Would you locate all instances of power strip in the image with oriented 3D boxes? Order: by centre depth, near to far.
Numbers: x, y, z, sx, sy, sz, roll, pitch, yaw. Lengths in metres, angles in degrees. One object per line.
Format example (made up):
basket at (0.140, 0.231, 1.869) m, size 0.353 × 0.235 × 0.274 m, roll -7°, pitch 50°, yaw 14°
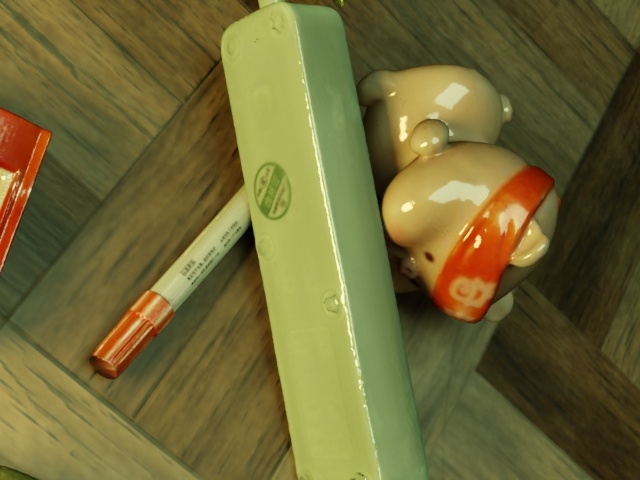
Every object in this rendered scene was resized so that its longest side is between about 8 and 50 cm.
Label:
power strip at (0.000, 0.000, 0.754) m, size 0.062 × 0.091 × 0.385 m, roll -8°, pitch 87°, yaw -41°

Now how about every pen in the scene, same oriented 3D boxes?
pen at (-0.085, 0.009, 0.759) m, size 0.028 × 0.028 × 0.239 m, roll 47°, pitch 57°, yaw -12°

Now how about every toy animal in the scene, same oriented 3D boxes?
toy animal at (0.104, -0.033, 0.813) m, size 0.171 × 0.171 × 0.198 m, roll 1°, pitch 58°, yaw -32°

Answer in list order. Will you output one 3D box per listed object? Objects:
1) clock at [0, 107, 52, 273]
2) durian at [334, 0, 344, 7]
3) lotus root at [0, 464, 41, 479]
clock at (-0.250, -0.017, 0.646) m, size 0.113 × 0.061 × 0.155 m, roll 24°, pitch 67°, yaw -24°
durian at (0.010, -0.362, 0.845) m, size 0.340 × 0.204 × 0.256 m, roll 47°, pitch 42°, yaw -1°
lotus root at (-0.185, 0.185, 0.609) m, size 0.183 × 0.077 × 0.090 m, roll 39°, pitch 49°, yaw -19°
